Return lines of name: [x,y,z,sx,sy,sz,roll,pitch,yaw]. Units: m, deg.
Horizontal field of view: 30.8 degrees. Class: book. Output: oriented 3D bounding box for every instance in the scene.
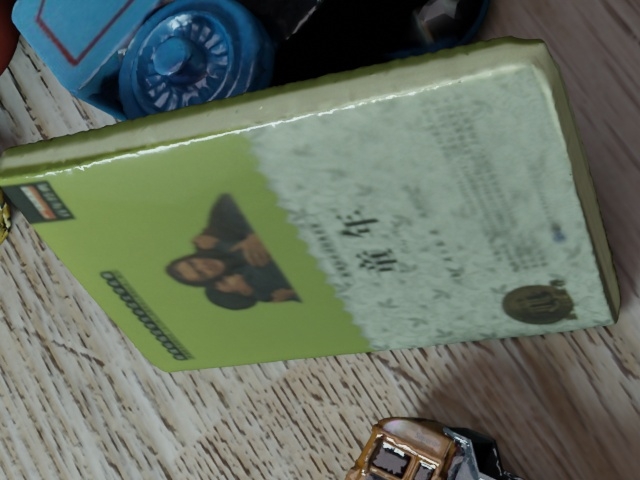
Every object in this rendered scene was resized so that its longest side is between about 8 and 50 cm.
book: [0.000,0.000,0.744,0.352,0.239,0.035,-10,47,21]

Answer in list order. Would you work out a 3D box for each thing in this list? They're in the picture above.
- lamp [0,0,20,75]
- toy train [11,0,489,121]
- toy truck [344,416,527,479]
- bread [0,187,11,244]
lamp: [-0.348,-0.179,0.928,0.226,0.227,0.227,-4,79,21]
toy train: [-0.053,-0.184,0.821,0.300,0.188,0.265,-47,61,9]
toy truck: [0.108,0.180,0.739,0.192,0.083,0.092,23,90,23]
bread: [-0.303,-0.034,0.961,0.106,0.053,0.072,22,112,26]
